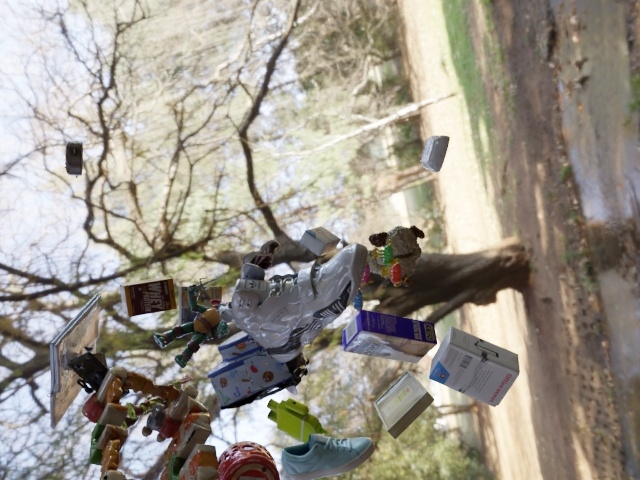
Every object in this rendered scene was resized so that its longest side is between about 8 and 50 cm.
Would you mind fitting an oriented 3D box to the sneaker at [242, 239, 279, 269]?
[{"bbox_3d":[-0.198,0.065,1.915,0.077,0.072,0.178,43,-136,9],"label":"sneaker"}]

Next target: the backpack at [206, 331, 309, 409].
[{"bbox_3d":[-0.183,0.350,1.508,0.213,0.263,0.276,59,177,10],"label":"backpack"}]

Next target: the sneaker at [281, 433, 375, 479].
[{"bbox_3d":[0.024,0.804,2.066,0.135,0.366,0.150,-128,22,-76],"label":"sneaker"}]

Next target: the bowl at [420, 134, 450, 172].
[{"bbox_3d":[0.422,-0.329,2.019,0.142,0.053,0.142,-121,44,-76],"label":"bowl"}]

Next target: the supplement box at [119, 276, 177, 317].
[{"bbox_3d":[-0.715,0.230,2.232,0.194,0.191,0.129,-4,93,64],"label":"supplement box"}]

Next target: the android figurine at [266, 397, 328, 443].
[{"bbox_3d":[-0.093,0.743,2.203,0.056,0.273,0.248,-51,-28,-44],"label":"android figurine"}]

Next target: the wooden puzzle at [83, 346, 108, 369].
[{"bbox_3d":[-0.740,0.403,1.780,0.014,0.079,0.116,-76,-13,-74],"label":"wooden puzzle"}]

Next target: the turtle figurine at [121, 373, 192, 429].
[{"bbox_3d":[-0.534,0.527,1.728,0.217,0.270,0.087,-15,-103,-53],"label":"turtle figurine"}]

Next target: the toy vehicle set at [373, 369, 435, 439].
[{"bbox_3d":[0.256,0.506,1.696,0.035,0.166,0.267,46,178,-2],"label":"toy vehicle set"}]

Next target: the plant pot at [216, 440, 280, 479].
[{"bbox_3d":[-0.213,0.706,1.588,0.174,0.191,0.191,160,98,-75],"label":"plant pot"}]

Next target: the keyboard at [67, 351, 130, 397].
[{"bbox_3d":[-0.637,0.396,1.539,0.180,0.108,0.023,58,-170,-25],"label":"keyboard"}]

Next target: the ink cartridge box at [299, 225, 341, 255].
[{"bbox_3d":[0.000,0.000,1.799,0.052,0.089,0.122,-62,-19,20],"label":"ink cartridge box"}]

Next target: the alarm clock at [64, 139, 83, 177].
[{"bbox_3d":[-0.897,-0.308,1.966,0.192,0.064,0.129,152,117,-62],"label":"alarm clock"}]

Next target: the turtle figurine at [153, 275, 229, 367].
[{"bbox_3d":[-0.292,0.206,1.370,0.234,0.175,0.118,-42,-35,-28],"label":"turtle figurine"}]

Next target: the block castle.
[{"bbox_3d":[-0.457,0.559,1.391,0.303,0.212,0.453,24,-165,-27],"label":"block castle"}]

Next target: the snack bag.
[{"bbox_3d":[-0.796,0.393,1.764,0.323,0.037,0.342,-86,8,-68],"label":"snack bag"}]

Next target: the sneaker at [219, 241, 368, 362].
[{"bbox_3d":[-0.067,0.109,1.195,0.210,0.366,0.137,32,-151,-15],"label":"sneaker"}]

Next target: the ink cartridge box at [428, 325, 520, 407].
[{"bbox_3d":[0.426,0.352,1.505,0.086,0.203,0.148,-59,-9,-59],"label":"ink cartridge box"}]

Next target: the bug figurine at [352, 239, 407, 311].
[{"bbox_3d":[0.200,0.128,1.933,0.072,0.279,0.216,35,147,41],"label":"bug figurine"}]

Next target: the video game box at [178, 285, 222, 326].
[{"bbox_3d":[-0.525,0.301,2.367,0.187,0.048,0.205,2,-96,-35],"label":"video game box"}]

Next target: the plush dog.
[{"bbox_3d":[0.312,0.045,2.172,0.210,0.263,0.225,-116,17,-55],"label":"plush dog"}]

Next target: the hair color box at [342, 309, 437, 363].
[{"bbox_3d":[0.278,0.393,2.192,0.185,0.339,0.110,121,154,-46],"label":"hair color box"}]

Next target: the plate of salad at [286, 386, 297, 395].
[{"bbox_3d":[-0.145,0.420,1.723,0.200,0.048,0.199,42,154,26],"label":"plate of salad"}]
